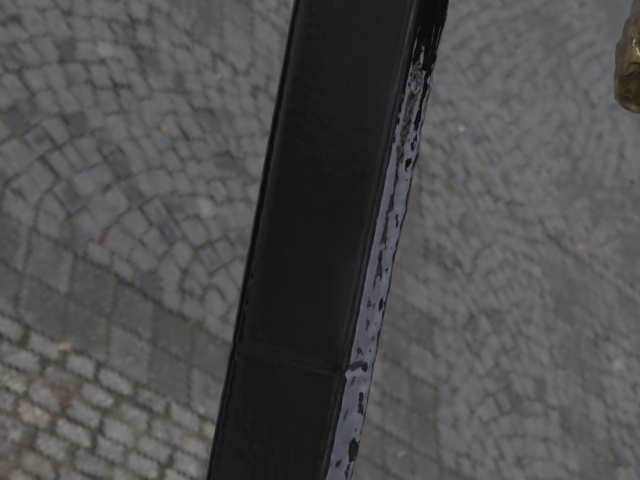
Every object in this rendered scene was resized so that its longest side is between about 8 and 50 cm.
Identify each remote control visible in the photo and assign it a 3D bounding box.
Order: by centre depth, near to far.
[{"bbox_3d":[0.000,0.000,0.540,0.025,0.063,0.245,-21,122,-72],"label":"remote control"}]

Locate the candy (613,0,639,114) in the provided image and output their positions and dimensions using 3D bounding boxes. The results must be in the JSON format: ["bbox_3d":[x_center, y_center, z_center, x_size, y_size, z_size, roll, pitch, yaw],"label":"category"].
[{"bbox_3d":[0.161,-0.092,0.533,0.085,0.110,0.095,26,40,-4],"label":"candy"}]
